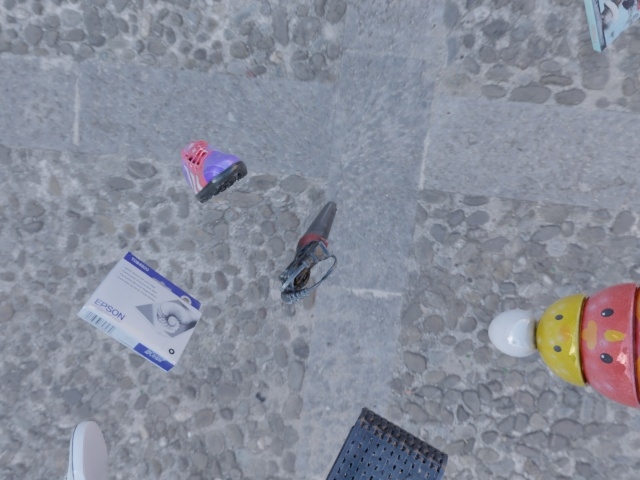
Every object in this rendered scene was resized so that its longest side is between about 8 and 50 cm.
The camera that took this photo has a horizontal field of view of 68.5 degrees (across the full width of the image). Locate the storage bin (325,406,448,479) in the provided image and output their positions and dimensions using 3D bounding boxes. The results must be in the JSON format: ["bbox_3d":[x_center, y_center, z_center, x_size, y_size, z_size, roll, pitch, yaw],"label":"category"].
[{"bbox_3d":[0.049,0.243,0.458,0.084,0.180,0.122,26,71,16],"label":"storage bin"}]

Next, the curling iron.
[{"bbox_3d":[0.000,0.000,0.560,0.068,0.274,0.035,-38,99,18],"label":"curling iron"}]

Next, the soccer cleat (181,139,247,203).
[{"bbox_3d":[-0.229,-0.148,0.936,0.109,0.318,0.116,-35,105,-13],"label":"soccer cleat"}]

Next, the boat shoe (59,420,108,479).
[{"bbox_3d":[-0.179,0.186,0.347,0.035,0.035,0.100,-8,88,1],"label":"boat shoe"}]

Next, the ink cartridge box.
[{"bbox_3d":[-0.375,0.142,1.038,0.223,0.224,0.045,39,120,-18],"label":"ink cartridge box"}]

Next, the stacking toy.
[{"bbox_3d":[0.617,0.232,1.049,0.480,0.351,0.350,-6,101,38],"label":"stacking toy"}]

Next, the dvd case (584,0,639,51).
[{"bbox_3d":[0.314,-0.261,0.464,0.119,0.013,0.087,-42,135,8],"label":"dvd case"}]
